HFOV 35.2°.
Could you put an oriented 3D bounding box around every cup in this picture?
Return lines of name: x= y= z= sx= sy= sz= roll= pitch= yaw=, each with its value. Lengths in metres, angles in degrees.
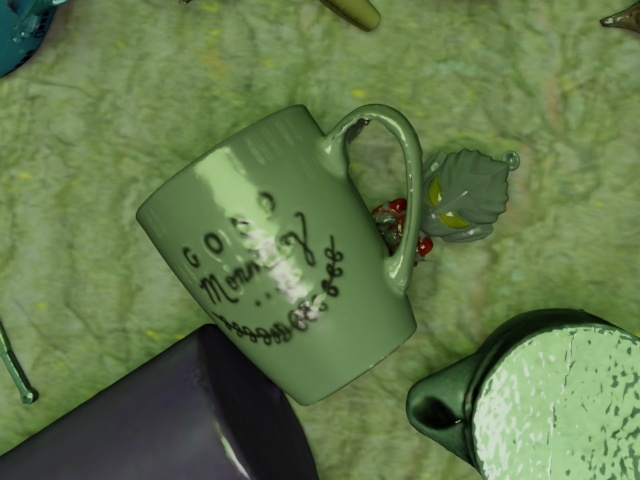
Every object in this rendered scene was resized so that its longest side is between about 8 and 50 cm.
cup: x=0.000 y=0.000 z=0.911 sx=0.258 sy=0.186 sz=0.234 roll=-36 pitch=88 yaw=22

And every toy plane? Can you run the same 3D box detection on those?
toy plane: x=-0.279 y=-0.264 z=0.962 sx=0.105 sy=0.254 sz=0.271 roll=24 pitch=122 yaw=-36

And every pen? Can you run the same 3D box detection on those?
pen: x=-0.032 y=-0.269 z=0.945 sx=0.233 sy=0.040 sz=0.032 roll=34 pitch=78 yaw=-28

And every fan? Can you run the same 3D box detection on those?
fan: x=-0.344 y=0.084 z=1.044 sx=0.038 sy=0.016 sz=0.193 roll=-28 pitch=87 yaw=8

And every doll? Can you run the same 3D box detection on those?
doll: x=0.114 y=-0.030 z=0.969 sx=0.180 sy=0.079 sz=0.094 roll=-32 pitch=88 yaw=17

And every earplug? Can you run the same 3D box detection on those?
earplug: x=-0.238 y=0.272 z=0.947 sx=0.456 sy=0.215 sz=0.215 roll=-29 pitch=88 yaw=9

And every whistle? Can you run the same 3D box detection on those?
whistle: x=0.283 y=0.202 z=0.905 sx=0.405 sy=0.168 sz=0.188 roll=35 pitch=94 yaw=4

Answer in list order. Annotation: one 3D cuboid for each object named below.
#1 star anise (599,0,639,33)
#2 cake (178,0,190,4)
star anise: x=0.353 y=-0.228 z=0.923 sx=0.172 sy=0.063 sz=0.207 roll=24 pitch=125 yaw=28
cake: x=-0.070 y=-0.356 z=0.968 sx=0.295 sy=0.113 sz=0.116 roll=-41 pitch=120 yaw=-4
